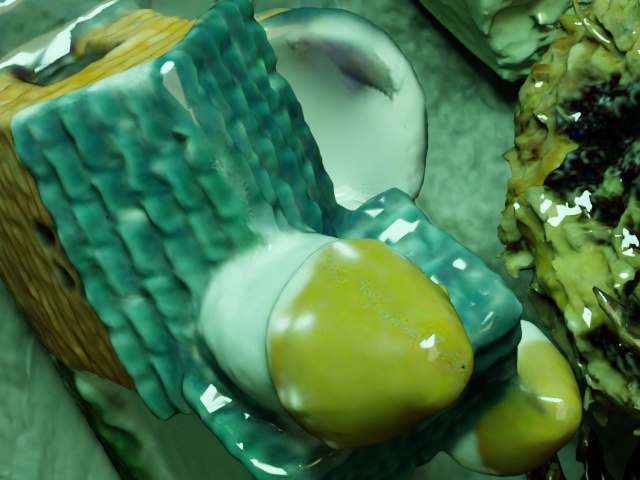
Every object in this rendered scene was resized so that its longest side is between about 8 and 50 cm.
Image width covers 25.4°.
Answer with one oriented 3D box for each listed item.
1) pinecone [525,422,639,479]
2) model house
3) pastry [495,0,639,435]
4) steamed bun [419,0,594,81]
[{"bbox_3d":[0.140,0.157,0.667,0.165,0.163,0.163,17,73,-5],"label":"pinecone"},{"bbox_3d":[0.000,0.000,0.540,0.190,0.301,0.271,-31,111,-19],"label":"model house"},{"bbox_3d":[0.211,-0.017,0.599,0.274,0.193,0.275,12,55,-18],"label":"pastry"},{"bbox_3d":[0.135,-0.222,0.718,0.290,0.273,0.272,-29,133,-21],"label":"steamed bun"}]
